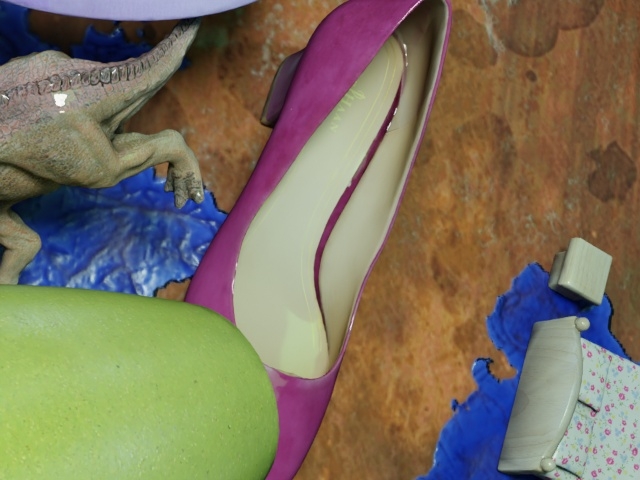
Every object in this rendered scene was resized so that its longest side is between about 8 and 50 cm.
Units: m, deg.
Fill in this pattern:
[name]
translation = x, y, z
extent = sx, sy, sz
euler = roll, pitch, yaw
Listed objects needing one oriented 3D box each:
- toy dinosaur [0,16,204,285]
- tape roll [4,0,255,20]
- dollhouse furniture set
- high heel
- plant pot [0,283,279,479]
[toy dinosaur]
translation = -0.196, -0.064, 0.747
extent = 0.200, 0.296, 0.127
euler = 41, 24, -60
[tape roll]
translation = -0.135, -0.250, 0.804
extent = 0.275, 0.090, 0.274
euler = 7, 38, -5
[dollhouse furniture set]
translation = 0.321, 0.207, 1.019
extent = 0.303, 0.174, 0.355
euler = 27, 67, -24
[high heel]
translation = 0.000, 0.000, 0.868
extent = 0.127, 0.181, 0.377
euler = 15, 72, -27
[plant pot]
translation = -0.172, 0.136, 0.716
extent = 0.294, 0.275, 0.274
euler = -16, 88, -48
